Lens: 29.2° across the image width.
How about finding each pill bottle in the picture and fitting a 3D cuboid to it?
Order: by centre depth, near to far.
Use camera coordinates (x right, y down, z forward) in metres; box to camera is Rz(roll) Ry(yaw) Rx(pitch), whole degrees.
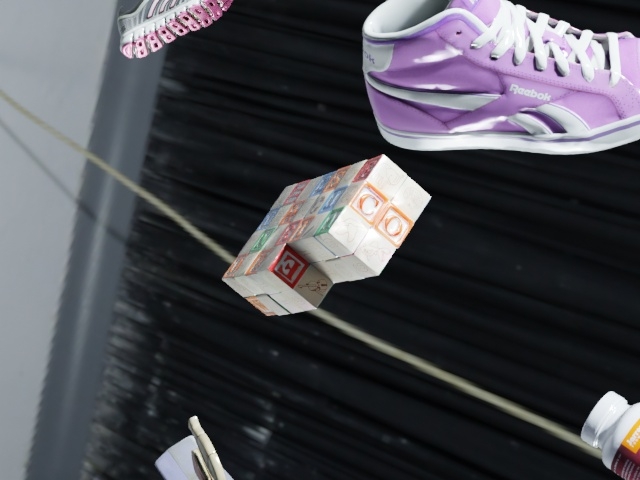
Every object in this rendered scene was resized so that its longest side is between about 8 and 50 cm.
[{"bbox_3d":[0.366,0.233,1.345,0.086,0.152,0.086,-39,148,-31],"label":"pill bottle"}]

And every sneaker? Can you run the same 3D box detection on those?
[{"bbox_3d":[0.172,-0.155,1.013,0.161,0.282,0.102,74,15,-48],"label":"sneaker"},{"bbox_3d":[-0.197,-0.310,1.622,0.170,0.075,0.063,-27,161,7],"label":"sneaker"}]

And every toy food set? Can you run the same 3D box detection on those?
[{"bbox_3d":[-0.082,0.208,0.977,0.019,0.122,0.078,-20,139,-19],"label":"toy food set"}]

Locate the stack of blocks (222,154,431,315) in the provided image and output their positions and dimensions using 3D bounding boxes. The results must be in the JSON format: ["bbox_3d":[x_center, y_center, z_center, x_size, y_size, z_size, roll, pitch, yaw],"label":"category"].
[{"bbox_3d":[0.000,0.000,1.619,0.087,0.297,0.171,40,69,-16],"label":"stack of blocks"}]

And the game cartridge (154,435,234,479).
[{"bbox_3d":[-0.015,0.358,1.143,0.068,0.355,0.230,-36,152,-12],"label":"game cartridge"}]
